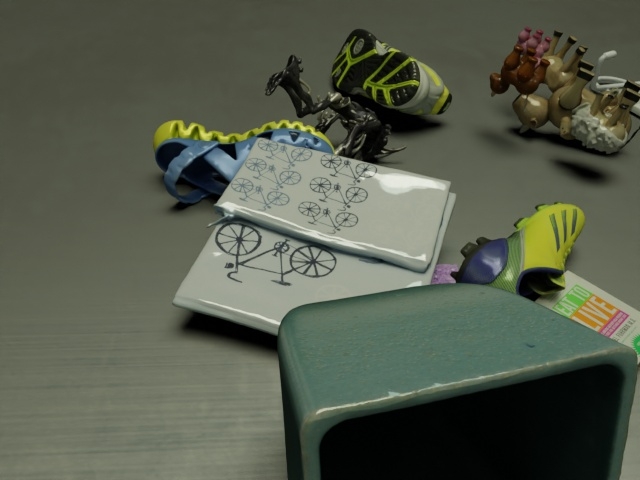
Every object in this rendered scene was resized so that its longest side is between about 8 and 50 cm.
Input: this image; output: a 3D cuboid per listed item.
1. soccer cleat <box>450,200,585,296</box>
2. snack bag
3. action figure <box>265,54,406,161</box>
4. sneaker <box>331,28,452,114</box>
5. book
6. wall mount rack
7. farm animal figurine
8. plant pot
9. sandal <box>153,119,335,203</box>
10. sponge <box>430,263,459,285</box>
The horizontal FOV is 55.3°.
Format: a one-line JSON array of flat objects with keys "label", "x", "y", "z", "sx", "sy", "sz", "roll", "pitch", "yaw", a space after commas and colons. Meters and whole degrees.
[{"label": "soccer cleat", "x": 0.304, "y": 0.027, "z": 0.857, "sx": 0.289, "sy": 0.093, "sz": 0.121, "roll": -22, "pitch": 49, "yaw": -38}, {"label": "snack bag", "x": 0.000, "y": 0.000, "z": 0.832, "sx": 0.323, "sy": 0.037, "sz": 0.342, "roll": 16, "pitch": 50, "yaw": 10}, {"label": "action figure", "x": 0.020, "y": -0.210, "z": 1.126, "sx": 0.275, "sy": 0.141, "sz": 0.164, "roll": 34, "pitch": 0, "yaw": -19}, {"label": "sneaker", "x": 0.147, "y": -0.363, "z": 1.376, "sx": 0.147, "sy": 0.145, "sz": 0.385, "roll": 19, "pitch": 23, "yaw": -33}, {"label": "book", "x": 0.363, "y": 0.109, "z": 0.807, "sx": 0.096, "sy": 0.035, "sz": 0.144, "roll": -31, "pitch": 49, "yaw": -32}, {"label": "wall mount rack", "x": 0.810, "y": -0.359, "z": 1.385, "sx": 0.304, "sy": 0.130, "sz": 0.350, "roll": -12, "pitch": 40, "yaw": -19}, {"label": "farm animal figurine", "x": 0.498, "y": -0.289, "z": 1.257, "sx": 0.327, "sy": 0.172, "sz": 0.330, "roll": 39, "pitch": 40, "yaw": 22}, {"label": "plant pot", "x": 0.078, "y": 0.165, "z": 0.549, "sx": 0.247, "sy": 0.247, "sz": 0.252, "roll": -8, "pitch": 21, "yaw": -14}, {"label": "sandal", "x": -0.132, "y": -0.120, "z": 1.021, "sx": 0.317, "sy": 0.126, "sz": 0.138, "roll": -2, "pitch": 44, "yaw": 5}, {"label": "sponge", "x": 0.096, "y": 0.077, "z": 0.829, "sx": 0.210, "sy": 0.031, "sz": 0.117, "roll": 1, "pitch": 37, "yaw": -2}]
